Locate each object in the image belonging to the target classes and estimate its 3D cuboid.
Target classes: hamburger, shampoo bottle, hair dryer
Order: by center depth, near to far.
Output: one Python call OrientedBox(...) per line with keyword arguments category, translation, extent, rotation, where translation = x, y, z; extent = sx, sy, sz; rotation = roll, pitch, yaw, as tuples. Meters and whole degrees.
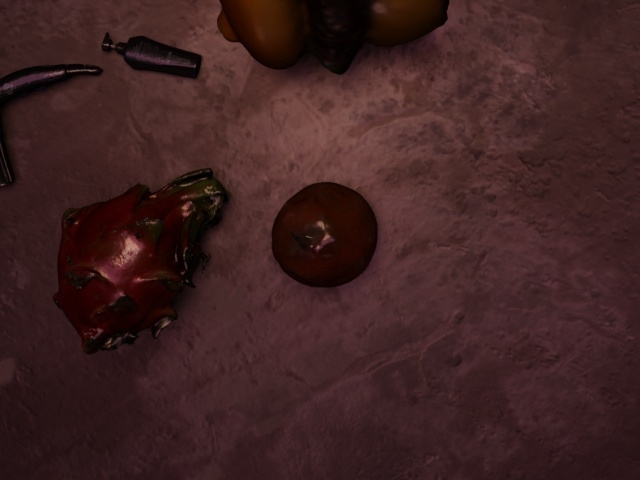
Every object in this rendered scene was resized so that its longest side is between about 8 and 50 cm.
OrientedBox(category="hamburger", translation=(-0.016, -0.396, 1.151), extent=(0.278, 0.396, 0.395), rotation=(-10, 95, 4))
OrientedBox(category="shampoo bottle", translation=(-0.235, -0.257, 1.338), extent=(0.137, 0.027, 0.048), rotation=(14, 83, 2))
OrientedBox(category="hair dryer", translation=(-0.405, -0.192, 1.346), extent=(0.219, 0.075, 0.195), rotation=(-19, 104, -2))

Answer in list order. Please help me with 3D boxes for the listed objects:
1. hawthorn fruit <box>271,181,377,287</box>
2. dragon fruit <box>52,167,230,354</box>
OrientedBox(category="hawthorn fruit", translation=(-0.002, 0.007, 1.280), extent=(0.149, 0.189, 0.149), rotation=(10, 124, 16))
OrientedBox(category="dragon fruit", translation=(-0.231, 0.029, 1.298), extent=(0.269, 0.198, 0.200), rotation=(-21, 83, -8))
